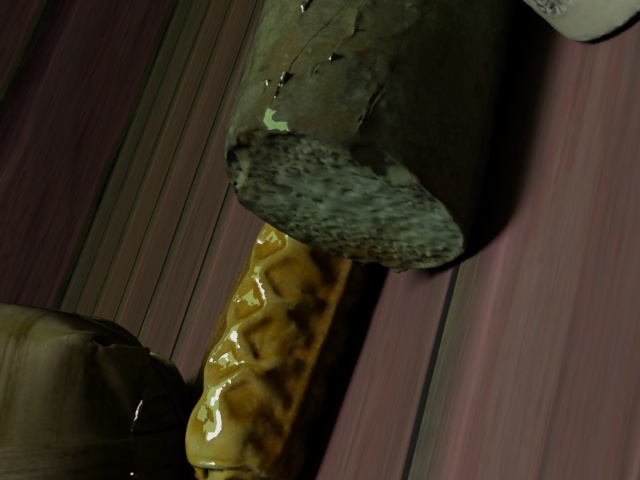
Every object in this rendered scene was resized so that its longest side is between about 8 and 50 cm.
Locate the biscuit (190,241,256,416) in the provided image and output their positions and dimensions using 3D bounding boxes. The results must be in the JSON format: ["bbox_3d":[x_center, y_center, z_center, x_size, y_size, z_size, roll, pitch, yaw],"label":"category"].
[{"bbox_3d":[-0.040,0.060,1.179,0.226,0.042,0.226,-60,13,23],"label":"biscuit"}]

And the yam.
[{"bbox_3d":[0.038,-0.120,0.927,0.161,0.161,0.268,-47,26,55],"label":"yam"}]

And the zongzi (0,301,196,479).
[{"bbox_3d":[-0.184,0.315,1.218,0.467,0.218,0.499,39,-126,-71],"label":"zongzi"}]

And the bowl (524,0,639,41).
[{"bbox_3d":[0.140,-0.235,0.816,0.237,0.126,0.237,-59,17,30],"label":"bowl"}]

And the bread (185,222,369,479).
[{"bbox_3d":[0.001,0.000,1.030,0.367,0.077,0.084,-69,-24,-16],"label":"bread"}]
